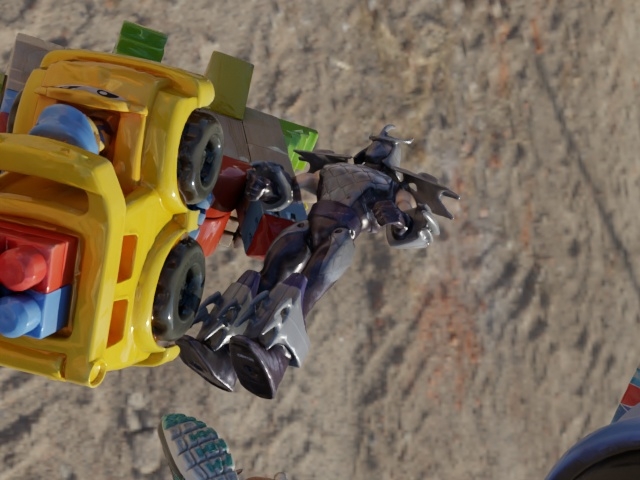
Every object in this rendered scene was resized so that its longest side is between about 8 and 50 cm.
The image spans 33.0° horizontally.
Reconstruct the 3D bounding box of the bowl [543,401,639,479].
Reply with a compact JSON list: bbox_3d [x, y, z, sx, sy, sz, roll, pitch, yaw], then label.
[{"bbox_3d":[0.196,0.242,0.410,0.077,0.391,0.391,-10,94,-20],"label":"bowl"}]

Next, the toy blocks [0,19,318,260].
[{"bbox_3d":[-0.173,-0.069,1.045,0.381,0.191,0.261,16,27,-19],"label":"toy blocks"}]

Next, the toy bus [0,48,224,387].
[{"bbox_3d":[-0.171,-0.015,0.703,0.211,0.149,0.220,-21,123,-75],"label":"toy bus"}]

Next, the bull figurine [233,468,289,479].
[{"bbox_3d":[-0.054,0.401,1.576,0.101,0.310,0.188,-64,170,3],"label":"bull figurine"}]

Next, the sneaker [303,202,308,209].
[{"bbox_3d":[-0.076,-0.049,1.529,0.067,0.064,0.175,51,34,15],"label":"sneaker"}]

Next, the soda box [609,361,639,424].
[{"bbox_3d":[0.381,0.161,1.188,0.071,0.067,0.210,-45,155,-25],"label":"soda box"}]

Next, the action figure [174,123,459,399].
[{"bbox_3d":[0.000,0.000,0.900,0.285,0.185,0.099,-55,135,-29],"label":"action figure"}]

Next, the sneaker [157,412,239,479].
[{"bbox_3d":[-0.101,0.224,0.910,0.065,0.076,0.166,8,42,-54],"label":"sneaker"}]
